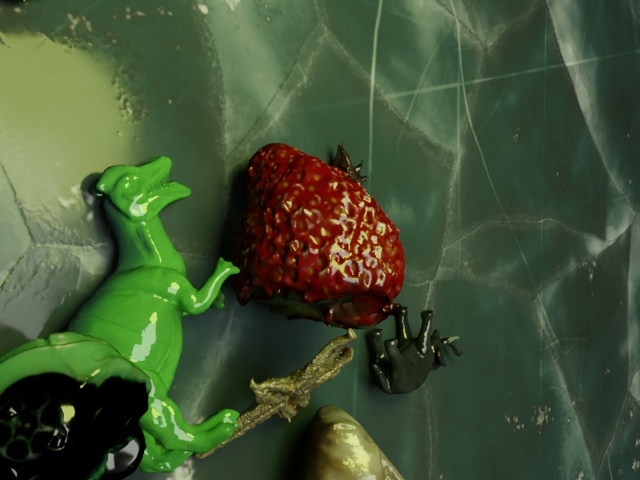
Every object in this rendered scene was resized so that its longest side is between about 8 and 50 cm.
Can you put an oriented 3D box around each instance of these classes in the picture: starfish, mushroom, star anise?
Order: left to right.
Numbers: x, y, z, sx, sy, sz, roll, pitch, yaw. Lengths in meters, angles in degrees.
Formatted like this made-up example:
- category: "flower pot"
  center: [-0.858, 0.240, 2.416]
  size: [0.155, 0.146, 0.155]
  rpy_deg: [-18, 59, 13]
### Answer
- category: "starfish"
  center: [-0.043, 0.217, 0.836]
  size: [0.048, 0.295, 0.231]
  rpy_deg: [51, 12, 22]
- category: "mushroom"
  center: [0.036, 0.464, 0.900]
  size: [0.313, 0.224, 0.397]
  rpy_deg: [-35, 98, -18]
- category: "star anise"
  center: [0.055, -0.088, 1.022]
  size: [0.129, 0.056, 0.124]
  rpy_deg: [39, 62, -33]

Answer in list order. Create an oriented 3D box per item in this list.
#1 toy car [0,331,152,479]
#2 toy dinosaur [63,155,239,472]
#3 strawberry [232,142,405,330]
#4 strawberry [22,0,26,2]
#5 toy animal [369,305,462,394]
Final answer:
- category: "toy car"
  center: [-0.318, 0.218, 0.513]
  size: [0.176, 0.213, 0.359]
  rpy_deg: [38, 73, 14]
- category: "toy dinosaur"
  center: [-0.296, 0.146, 0.669]
  size: [0.500, 0.144, 0.374]
  rpy_deg: [-30, 93, -30]
- category: "strawberry"
  center: [-0.004, -0.002, 0.837]
  size: [0.261, 0.261, 0.258]
  rpy_deg: [27, 67, -37]
- category: "strawberry"
  center: [-0.343, -0.316, 0.679]
  size: [0.083, 0.073, 0.073]
  rpy_deg: [53, 55, -10]
- category: "toy animal"
  center: [0.179, 0.192, 1.101]
  size: [0.269, 0.082, 0.137]
  rpy_deg: [-17, 101, -45]
